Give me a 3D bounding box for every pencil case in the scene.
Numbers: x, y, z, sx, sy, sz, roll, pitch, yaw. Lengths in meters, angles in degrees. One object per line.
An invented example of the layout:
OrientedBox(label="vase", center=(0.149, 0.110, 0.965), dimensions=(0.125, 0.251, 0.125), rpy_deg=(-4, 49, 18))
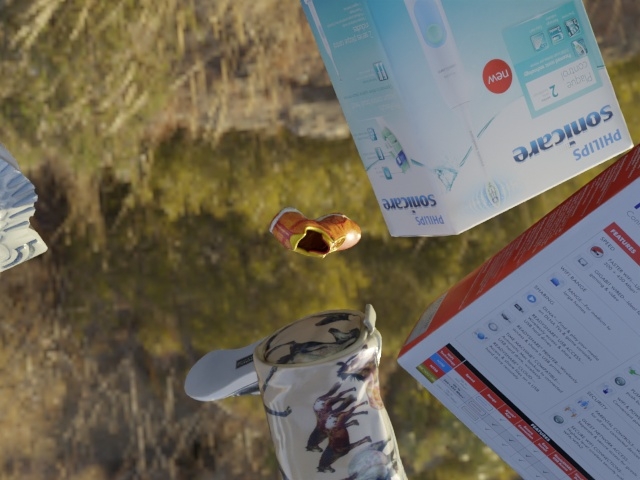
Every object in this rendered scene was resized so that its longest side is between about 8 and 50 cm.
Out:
OrientedBox(label="pencil case", center=(0.038, 0.292, 1.765), dimensions=(0.184, 0.410, 0.160), rpy_deg=(-14, -166, 1))

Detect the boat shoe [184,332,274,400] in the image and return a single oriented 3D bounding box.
OrientedBox(label="boat shoe", center=(-0.100, 0.193, 1.995), dimensions=(0.228, 0.080, 0.076), rpy_deg=(-26, 134, 34))

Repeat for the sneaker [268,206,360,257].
OrientedBox(label="sneaker", center=(0.000, 0.000, 1.814), dimensions=(0.175, 0.067, 0.064), rpy_deg=(2, 129, -53))

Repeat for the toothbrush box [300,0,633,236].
OrientedBox(label="toothbrush box", center=(0.127, -0.176, 1.256), dimensions=(0.216, 0.295, 0.126), rpy_deg=(-24, -170, -23))

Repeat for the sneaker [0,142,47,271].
OrientedBox(label="sneaker", center=(-0.255, -0.039, 0.966), dimensions=(0.090, 0.094, 0.235), rpy_deg=(-21, 170, -14))

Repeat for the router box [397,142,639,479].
OrientedBox(label="router box", center=(0.277, 0.118, 1.066), dimensions=(0.335, 0.082, 0.301), rpy_deg=(44, 134, -5))
